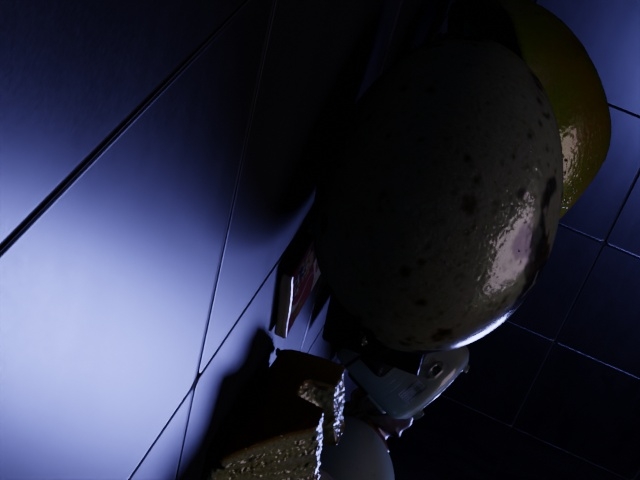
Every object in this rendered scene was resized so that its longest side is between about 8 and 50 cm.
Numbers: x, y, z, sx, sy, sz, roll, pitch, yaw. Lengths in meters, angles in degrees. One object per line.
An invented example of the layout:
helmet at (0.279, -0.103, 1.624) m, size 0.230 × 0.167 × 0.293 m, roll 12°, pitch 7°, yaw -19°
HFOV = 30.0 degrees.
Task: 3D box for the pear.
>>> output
pear at (0.324, -0.197, 1.791) m, size 0.399 × 0.165 × 0.399 m, roll 166°, pitch -90°, yaw -88°

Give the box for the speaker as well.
speaker at (0.130, 0.036, 1.919) m, size 0.232 × 0.184 × 0.254 m, roll -58°, pitch 164°, yaw -47°

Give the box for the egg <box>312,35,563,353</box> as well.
egg at (0.139, -0.055, 1.413) m, size 0.287 × 0.287 × 0.379 m, roll 64°, pitch 37°, yaw -78°

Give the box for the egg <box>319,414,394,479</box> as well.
egg at (0.019, 0.430, 2.125) m, size 0.371 × 0.230 × 0.230 m, roll -52°, pitch 164°, yaw -73°

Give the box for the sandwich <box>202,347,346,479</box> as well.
sandwich at (-0.054, 0.257, 1.595) m, size 0.236 × 0.128 × 0.122 m, roll -56°, pitch 159°, yaw -51°

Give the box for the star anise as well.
star anise at (0.095, 0.397, 2.568) m, size 0.349 × 0.109 × 0.292 m, roll -19°, pitch -159°, yaw 49°

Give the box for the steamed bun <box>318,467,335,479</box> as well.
steamed bun at (-0.083, 0.440, 1.690) m, size 0.283 × 0.177 × 0.283 m, roll 16°, pitch 90°, yaw -72°

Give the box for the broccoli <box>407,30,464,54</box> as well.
broccoli at (0.176, -0.203, 1.667) m, size 0.167 × 0.160 × 0.154 m, roll -42°, pitch 128°, yaw -42°

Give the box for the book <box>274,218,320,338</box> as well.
book at (0.000, 0.000, 1.573) m, size 0.232 × 0.022 × 0.162 m, roll -60°, pitch 169°, yaw -32°

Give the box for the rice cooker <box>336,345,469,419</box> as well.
rice cooker at (0.155, 0.220, 2.379) m, size 0.226 × 0.244 × 0.226 m, roll -40°, pitch -179°, yaw 0°
